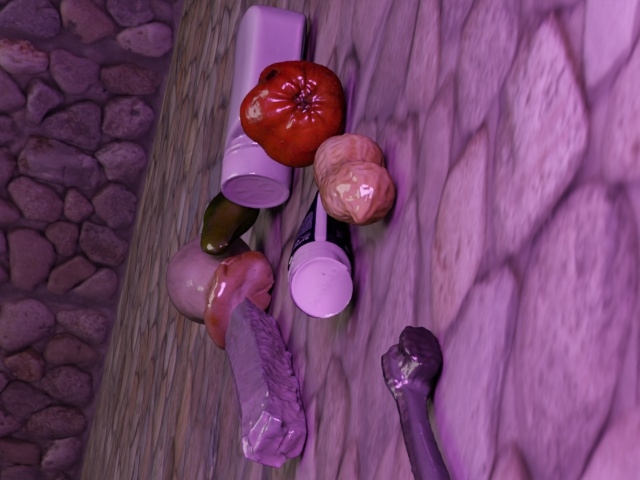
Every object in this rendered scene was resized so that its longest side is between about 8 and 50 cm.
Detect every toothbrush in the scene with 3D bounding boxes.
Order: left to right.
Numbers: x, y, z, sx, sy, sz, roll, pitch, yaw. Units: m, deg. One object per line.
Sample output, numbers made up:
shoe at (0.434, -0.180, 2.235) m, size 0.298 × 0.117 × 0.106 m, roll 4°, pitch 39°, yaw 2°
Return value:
toothbrush at (0.058, 0.131, 0.739) m, size 0.297 × 0.030 × 0.030 m, roll -97°, pitch 30°, yaw -60°

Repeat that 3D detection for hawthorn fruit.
hawthorn fruit at (-0.021, -0.101, 1.248) m, size 0.093 × 0.093 × 0.093 m, roll -170°, pitch 90°, yaw -80°

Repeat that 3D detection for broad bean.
broad bean at (-0.079, -0.046, 1.553) m, size 0.060 × 0.043 × 0.297 m, roll -31°, pitch 13°, yaw 13°

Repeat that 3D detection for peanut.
peanut at (0.022, -0.041, 1.042) m, size 0.113 × 0.054 × 0.054 m, roll -112°, pitch 34°, yaw -66°

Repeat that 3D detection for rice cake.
rice cake at (-0.048, 0.112, 1.275) m, size 0.055 × 0.049 × 0.270 m, roll -56°, pitch 15°, yaw 9°

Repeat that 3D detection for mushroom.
mushroom at (-0.098, 0.041, 1.518) m, size 0.088 × 0.097 × 0.212 m, roll 58°, pitch 170°, yaw -12°

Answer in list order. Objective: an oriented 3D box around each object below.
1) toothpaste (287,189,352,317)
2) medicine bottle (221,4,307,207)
toothpaste at (0.000, 0.000, 1.156) m, size 0.193 × 0.045 × 0.071 m, roll -93°, pitch 24°, yaw -73°
medicine bottle at (-0.054, -0.125, 1.480) m, size 0.119 × 0.069 × 0.183 m, roll 118°, pitch 161°, yaw -59°
